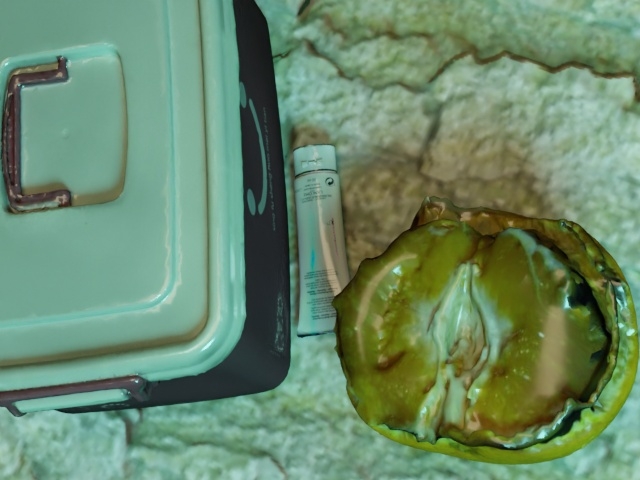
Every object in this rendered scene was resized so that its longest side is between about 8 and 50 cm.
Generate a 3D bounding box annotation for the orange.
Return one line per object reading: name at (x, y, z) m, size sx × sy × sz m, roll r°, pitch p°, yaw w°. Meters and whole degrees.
orange at (0.094, 0.055, 0.947) m, size 0.160 × 0.112 × 0.170 m, roll -33°, pitch 45°, yaw 17°

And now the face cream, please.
face cream at (0.000, 0.000, 1.037) m, size 0.038 × 0.020 × 0.115 m, roll -8°, pitch 74°, yaw 13°

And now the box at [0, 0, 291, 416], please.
box at (-0.118, -0.039, 1.004) m, size 0.193 × 0.167 × 0.294 m, roll -7°, pitch 73°, yaw 13°
